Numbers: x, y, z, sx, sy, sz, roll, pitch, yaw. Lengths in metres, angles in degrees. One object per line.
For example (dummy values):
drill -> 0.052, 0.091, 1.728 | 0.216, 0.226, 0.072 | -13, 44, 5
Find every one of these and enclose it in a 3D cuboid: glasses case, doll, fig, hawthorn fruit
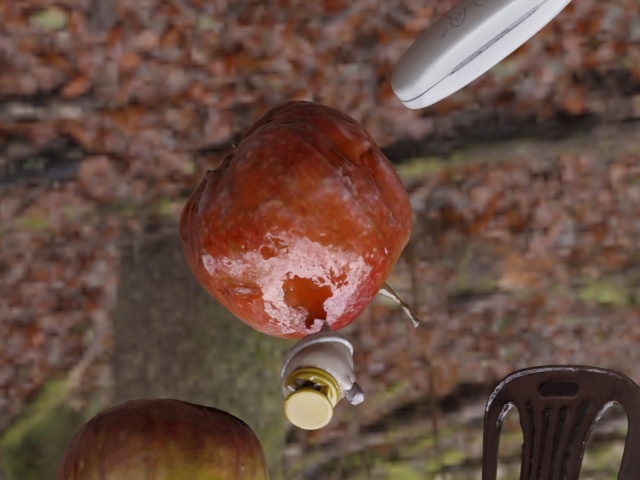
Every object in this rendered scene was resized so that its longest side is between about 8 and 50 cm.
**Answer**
glasses case -> 0.166, -0.214, 1.576 | 0.233, 0.092, 0.059 | -37, 115, 21
doll -> 0.006, 0.127, 1.516 | 0.084, 0.127, 0.073 | 26, 123, -7
fig -> -0.108, 0.229, 1.163 | 0.160, 0.231, 0.143 | -13, 172, 12
hawthorn fruit -> 0.000, 0.000, 1.622 | 0.271, 0.242, 0.242 | 41, 159, -5

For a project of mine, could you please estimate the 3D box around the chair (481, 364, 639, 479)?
chair -> 0.221, 0.297, 1.423 | 0.175, 0.326, 0.183 | -4, 146, 37
